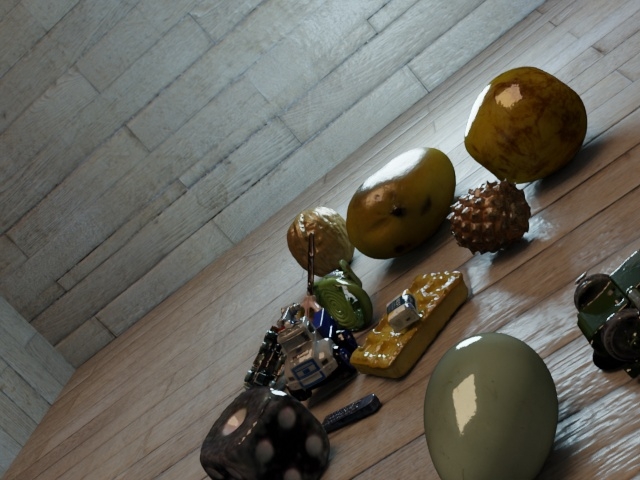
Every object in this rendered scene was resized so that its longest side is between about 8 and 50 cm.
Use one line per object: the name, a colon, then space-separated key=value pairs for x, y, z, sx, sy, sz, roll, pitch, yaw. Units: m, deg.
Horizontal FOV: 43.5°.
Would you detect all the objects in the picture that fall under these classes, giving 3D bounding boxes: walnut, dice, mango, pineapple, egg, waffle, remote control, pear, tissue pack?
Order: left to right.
dice: x=-0.106 y=0.401 z=1.534 sx=0.181 sy=0.183 sz=0.182 roll=-19 pitch=27 yaw=53
walnut: x=0.000 y=0.000 z=2.407 sx=0.213 sy=0.213 sz=0.213 roll=-38 pitch=14 yaw=12
remote control: x=0.059 y=0.344 z=1.591 sx=0.152 sy=0.027 sz=0.044 roll=-33 pitch=22 yaw=37
tissue pack: x=0.166 y=0.143 z=1.633 sx=0.062 sy=0.042 sz=0.083 roll=-39 pitch=15 yaw=17
mango: x=0.227 y=-0.110 z=2.152 sx=0.301 sy=0.220 sz=0.445 roll=-39 pitch=3 yaw=33
waffle: x=0.188 y=0.177 z=1.680 sx=0.274 sy=0.057 sz=0.168 roll=-47 pitch=16 yaw=-22
pineapple: x=0.352 y=-0.044 z=1.723 sx=0.193 sy=0.166 sz=0.166 roll=-24 pitch=22 yaw=49
egg: x=0.233 y=0.243 z=1.106 sx=0.182 sy=0.183 sz=0.264 roll=-31 pitch=24 yaw=35
pear: x=0.472 y=-0.263 z=1.854 sx=0.280 sy=0.281 sz=0.281 roll=-38 pitch=14 yaw=12

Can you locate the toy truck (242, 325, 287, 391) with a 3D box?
toy truck: x=-0.127 y=0.318 z=2.013 sx=0.115 sy=0.080 sz=0.178 roll=101 pitch=-165 yaw=-58

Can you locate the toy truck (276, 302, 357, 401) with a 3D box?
toy truck: x=-0.024 y=0.236 z=1.802 sx=0.161 sy=0.177 sz=0.213 roll=-30 pitch=16 yaw=15

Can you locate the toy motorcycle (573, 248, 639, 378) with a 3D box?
toy motorcycle: x=0.474 y=0.076 z=1.117 sx=0.275 sy=0.127 sz=0.205 roll=-45 pitch=12 yaw=14

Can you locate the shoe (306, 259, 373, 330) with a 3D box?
shoe: x=0.052 y=0.134 z=2.001 sx=0.128 sy=0.140 sz=0.262 roll=-43 pitch=16 yaw=-24

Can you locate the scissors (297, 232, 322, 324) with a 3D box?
scissors: x=-0.027 y=0.139 z=2.001 sx=0.024 sy=0.318 sz=0.160 roll=2 pitch=-3 yaw=-22
